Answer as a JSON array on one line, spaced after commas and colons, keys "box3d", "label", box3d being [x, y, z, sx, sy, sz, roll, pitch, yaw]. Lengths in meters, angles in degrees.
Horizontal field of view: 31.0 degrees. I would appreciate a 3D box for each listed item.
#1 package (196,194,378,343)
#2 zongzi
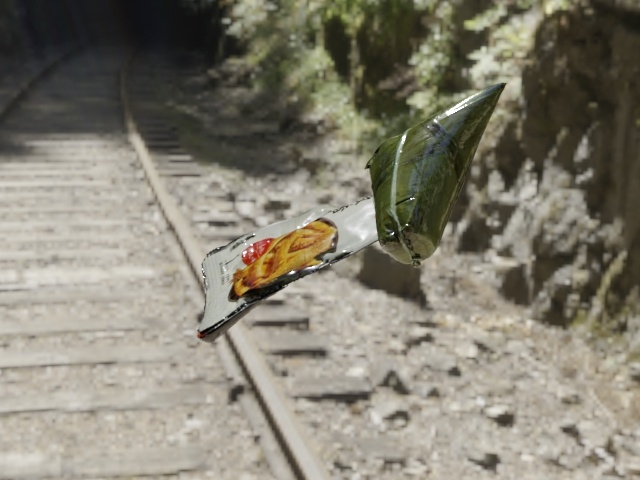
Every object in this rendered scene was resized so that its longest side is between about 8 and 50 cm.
[{"box3d": [0.000, 0.000, 0.995, 0.239, 0.030, 0.154, -25, 22, 7], "label": "package"}, {"box3d": [0.085, -0.045, 0.760, 0.113, 0.052, 0.104, -33, 38, 21], "label": "zongzi"}]
